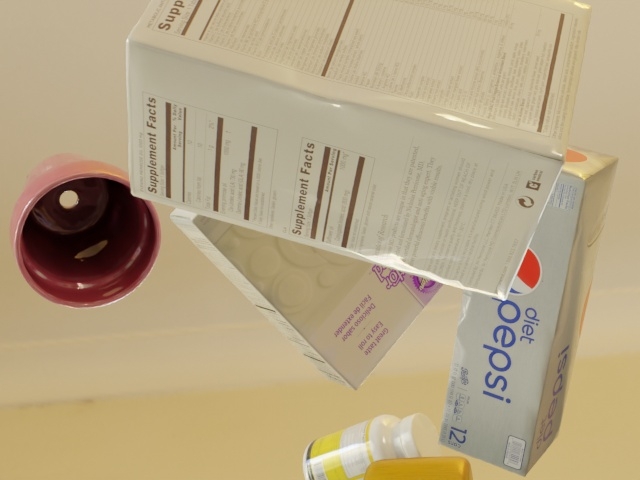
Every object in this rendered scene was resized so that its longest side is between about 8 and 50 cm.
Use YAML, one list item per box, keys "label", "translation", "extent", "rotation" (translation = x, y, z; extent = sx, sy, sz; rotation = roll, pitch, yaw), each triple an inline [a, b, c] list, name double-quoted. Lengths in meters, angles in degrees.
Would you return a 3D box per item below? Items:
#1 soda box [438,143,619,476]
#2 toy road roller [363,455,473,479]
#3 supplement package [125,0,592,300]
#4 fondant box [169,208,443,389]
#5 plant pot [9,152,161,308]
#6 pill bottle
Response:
- label: "soda box"
  translation: [0.184, 0.058, 1.008]
  extent: [0.091, 0.098, 0.286]
  rotation: [17, -67, 26]
- label: "toy road roller"
  translation: [0.127, 0.422, 1.418]
  extent: [0.202, 0.329, 0.240]
  rotation: [-7, -68, 16]
- label: "supplement package"
  translation: [0.020, -0.084, 0.682]
  extent: [0.244, 0.139, 0.134]
  rotation: [16, -38, 5]
- label: "fondant box"
  translation: [0.000, 0.000, 1.500]
  extent: [0.238, 0.096, 0.330]
  rotation: [-49, -67, -15]
- label: "plant pot"
  translation: [-0.339, -0.033, 1.573]
  extent: [0.201, 0.180, 0.201]
  rotation: [-10, -62, -19]
- label: "pill bottle"
  translation: [0.074, 0.305, 1.586]
  extent: [0.184, 0.103, 0.103]
  rotation: [-25, -53, 29]
